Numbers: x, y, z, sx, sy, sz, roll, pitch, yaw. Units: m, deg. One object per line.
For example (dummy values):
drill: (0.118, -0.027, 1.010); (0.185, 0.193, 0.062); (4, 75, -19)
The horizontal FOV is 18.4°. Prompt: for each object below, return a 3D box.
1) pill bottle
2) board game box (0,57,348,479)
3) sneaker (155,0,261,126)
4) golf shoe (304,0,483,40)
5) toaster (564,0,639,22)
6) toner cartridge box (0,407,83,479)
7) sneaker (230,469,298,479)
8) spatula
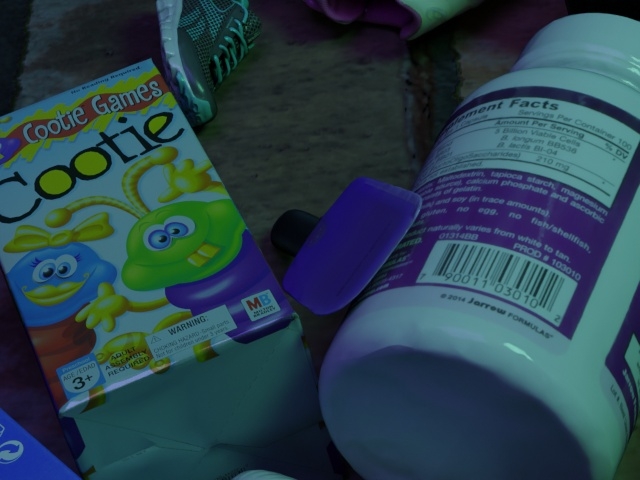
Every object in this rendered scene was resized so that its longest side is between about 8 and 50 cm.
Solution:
pill bottle: (0.126, 0.008, 1.136); (0.169, 0.169, 0.301); (7, 46, 25)
board game box: (-0.109, 0.036, 1.197); (0.144, 0.142, 0.275); (-23, 41, -8)
sneaker: (-0.080, -0.148, 1.459); (0.076, 0.065, 0.166); (-10, 42, 0)
golf shoe: (0.008, -0.239, 1.497); (0.306, 0.115, 0.140); (23, 57, 38)
toaster: (0.251, -0.197, 1.332); (0.168, 0.185, 0.110); (7, 42, 35)
toner cartridge box: (-0.127, 0.193, 1.012); (0.075, 0.165, 0.348); (-36, 44, -22)
sneaker: (0.050, 0.182, 1.043); (0.237, 0.085, 0.086); (8, 72, 21)
spatula: (0.000, 0.000, 1.180); (0.084, 0.030, 0.296); (-54, 8, -4)
